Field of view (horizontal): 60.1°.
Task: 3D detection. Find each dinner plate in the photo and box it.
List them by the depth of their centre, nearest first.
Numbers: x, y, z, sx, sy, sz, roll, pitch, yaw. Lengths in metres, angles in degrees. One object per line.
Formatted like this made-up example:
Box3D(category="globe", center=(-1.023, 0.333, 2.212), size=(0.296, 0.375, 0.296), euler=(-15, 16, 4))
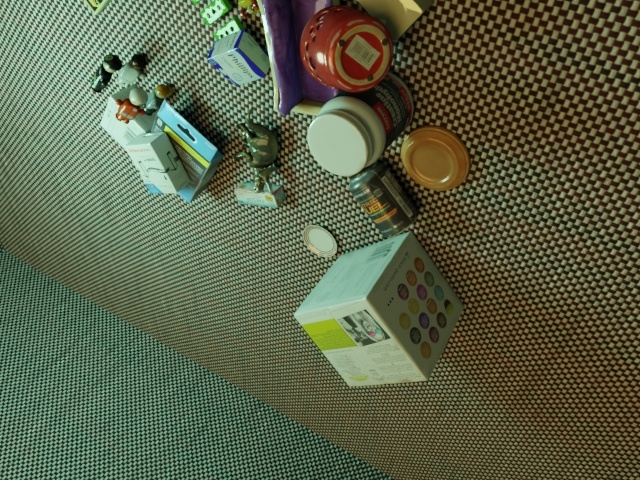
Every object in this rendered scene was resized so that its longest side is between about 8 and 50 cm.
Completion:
Box3D(category="dinner plate", center=(0.000, 0.000, 1.978), size=(0.141, 0.017, 0.141), euler=(22, 136, 23))

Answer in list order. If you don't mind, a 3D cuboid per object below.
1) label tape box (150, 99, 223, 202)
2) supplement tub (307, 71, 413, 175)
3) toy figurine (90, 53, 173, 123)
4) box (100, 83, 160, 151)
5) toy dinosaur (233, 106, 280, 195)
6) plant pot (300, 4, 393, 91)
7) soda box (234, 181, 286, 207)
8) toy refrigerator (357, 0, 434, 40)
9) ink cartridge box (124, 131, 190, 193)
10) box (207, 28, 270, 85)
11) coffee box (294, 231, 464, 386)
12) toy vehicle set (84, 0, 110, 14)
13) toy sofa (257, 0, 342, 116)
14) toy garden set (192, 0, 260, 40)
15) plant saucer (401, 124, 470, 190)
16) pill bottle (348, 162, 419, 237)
Box3D(category="label tape box", center=(-0.487, -0.329, 1.995), size=(0.249, 0.115, 0.347), euler=(42, 138, -2))
Box3D(category="supplement tub", center=(0.107, -0.305, 1.426), size=(0.191, 0.272, 0.191), euler=(21, 136, 22))
Box3D(category="toy figurine", center=(-0.633, -0.521, 1.864), size=(0.148, 0.209, 0.213), euler=(-38, 92, 33))
Box3D(category="box", center=(-0.691, -0.440, 2.045), size=(0.182, 0.119, 0.181), euler=(46, 140, -5))
Box3D(category="toy dinosaur", center=(-0.195, -0.309, 1.805), size=(0.161, 0.121, 0.313), euler=(19, 132, 7))
Box3D(category="plant pot", center=(0.064, -0.443, 1.298), size=(0.174, 0.191, 0.191), euler=(-123, 14, -57))
Box3D(category="soda box", center=(-0.215, -0.164, 1.968), size=(0.183, 0.058, 0.062), euler=(9, 130, 33))
Box3D(category="toy refrigerator", center=(0.129, -0.608, 1.281), size=(0.269, 0.094, 0.102), euler=(45, 136, -7))
Box3D(category="ink cartridge box", center=(-0.576, -0.272, 1.956), size=(0.148, 0.086, 0.203), euler=(2, 130, 35))
Box3D(category="box", center=(-0.235, -0.529, 1.612), size=(0.137, 0.072, 0.126), euler=(-4, 151, 39))
Box3D(category="coffee box", center=(0.193, 0.230, 1.784), size=(0.338, 0.337, 0.334), euler=(-22, 111, 46))
Box3D(category="toy vehicle set", center=(-0.766, -0.885, 1.771), size=(0.166, 0.035, 0.266), euler=(-20, 112, 46))
Box3D(category="toy sofa", center=(-0.032, -0.500, 1.436), size=(0.150, 0.177, 0.362), euler=(16, 133, 27))
Box3D(category="toy garden set", center=(-0.276, -0.701, 1.549), size=(0.204, 0.049, 0.244), euler=(-13, 116, 46))
Box3D(category="plant saucer", center=(0.310, -0.219, 1.526), size=(0.200, 0.037, 0.199), euler=(21, 136, 23))
Box3D(category="pill bottle", center=(0.172, -0.139, 1.634), size=(0.130, 0.130, 0.245), euler=(-26, 107, 47))
